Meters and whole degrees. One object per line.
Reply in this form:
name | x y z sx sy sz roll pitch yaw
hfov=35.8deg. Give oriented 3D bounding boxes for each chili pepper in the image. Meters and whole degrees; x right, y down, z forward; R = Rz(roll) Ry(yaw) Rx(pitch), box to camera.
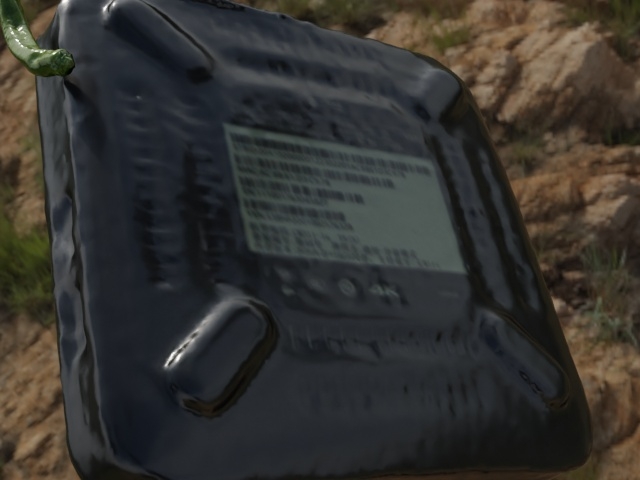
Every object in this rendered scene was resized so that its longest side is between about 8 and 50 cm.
chili pepper | -0.142 -0.101 0.489 0.083 0.017 0.030 43 114 38

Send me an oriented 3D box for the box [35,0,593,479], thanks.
box | 0.000 0.000 0.533 0.290 0.073 0.288 7 55 -32
